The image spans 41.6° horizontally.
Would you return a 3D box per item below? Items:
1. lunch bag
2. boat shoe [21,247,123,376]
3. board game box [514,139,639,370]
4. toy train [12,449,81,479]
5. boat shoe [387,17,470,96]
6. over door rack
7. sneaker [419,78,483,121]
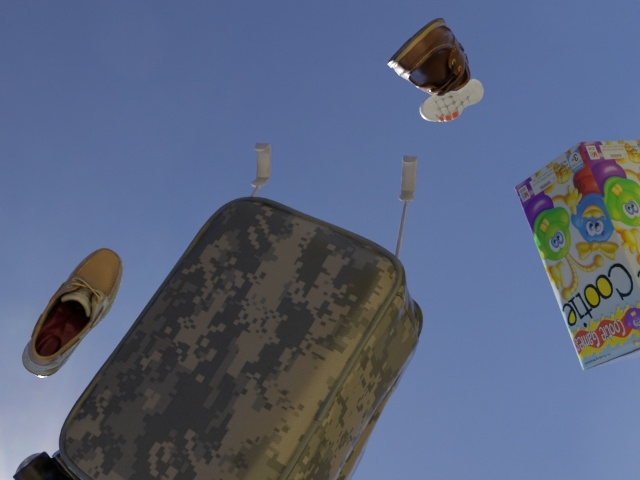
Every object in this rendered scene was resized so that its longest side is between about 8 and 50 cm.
[{"bbox_3d":[-0.047,0.154,0.765,0.305,0.213,0.256,-58,-30,-19],"label":"lunch bag"},{"bbox_3d":[-0.218,0.060,0.759,0.050,0.045,0.135,30,-120,-9],"label":"boat shoe"},{"bbox_3d":[0.404,0.017,1.149,0.144,0.142,0.275,-6,-110,-31],"label":"board game box"},{"bbox_3d":[-0.257,0.394,1.140,0.190,0.142,0.334,-41,-88,-23],"label":"toy train"},{"bbox_3d":[0.117,-0.176,0.832,0.060,0.064,0.178,51,-159,4],"label":"boat shoe"},{"bbox_3d":[0.000,0.000,1.101,0.324,0.240,0.108,-75,-12,-52],"label":"over door rack"},{"bbox_3d":[0.250,-0.271,1.664,0.158,0.065,0.061,-24,-76,-28],"label":"sneaker"}]
